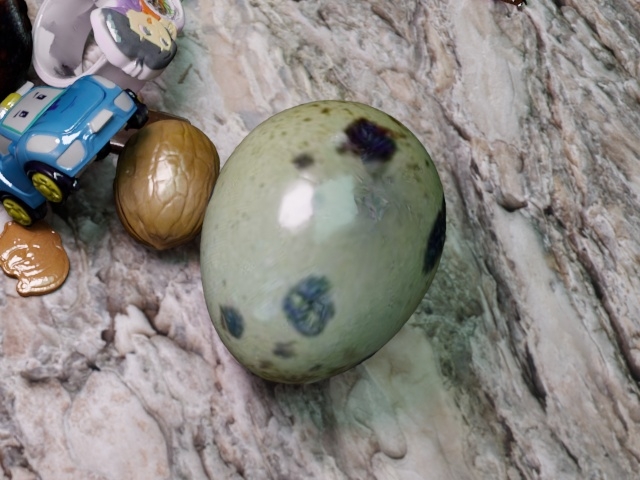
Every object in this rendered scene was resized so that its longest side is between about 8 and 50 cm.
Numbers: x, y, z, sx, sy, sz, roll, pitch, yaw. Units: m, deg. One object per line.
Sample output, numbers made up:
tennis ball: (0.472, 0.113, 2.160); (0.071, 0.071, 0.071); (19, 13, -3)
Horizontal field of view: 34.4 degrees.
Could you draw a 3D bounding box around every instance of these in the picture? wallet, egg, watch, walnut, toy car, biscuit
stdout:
wallet: (-0.303, -0.178, 1.679); (0.176, 0.026, 0.095); (12, 63, -2)
egg: (0.000, 0.000, 1.485); (0.345, 0.345, 0.428); (24, 62, -1)
watch: (-0.345, -0.313, 1.593); (0.196, 0.231, 0.244); (25, 45, -54)
walnut: (-0.234, -0.084, 1.569); (0.167, 0.167, 0.207); (8, 70, -10)
toy car: (-0.387, -0.150, 1.490); (0.166, 0.314, 0.198); (44, 61, -16)
biscuit: (-0.434, 0.022, 1.552); (0.102, 0.019, 0.130); (-25, 72, -25)

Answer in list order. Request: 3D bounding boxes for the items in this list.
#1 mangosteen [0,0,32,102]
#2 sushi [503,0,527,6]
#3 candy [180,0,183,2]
mangosteen: (-0.583, -0.331, 1.544); (0.300, 0.300, 0.300); (6, 63, -11)
sushi: (0.337, -0.591, 1.970); (0.140, 0.149, 0.287); (0, 101, 12)
candy: (-0.408, -0.558, 1.709); (0.172, 0.263, 0.398); (-40, 79, -18)
